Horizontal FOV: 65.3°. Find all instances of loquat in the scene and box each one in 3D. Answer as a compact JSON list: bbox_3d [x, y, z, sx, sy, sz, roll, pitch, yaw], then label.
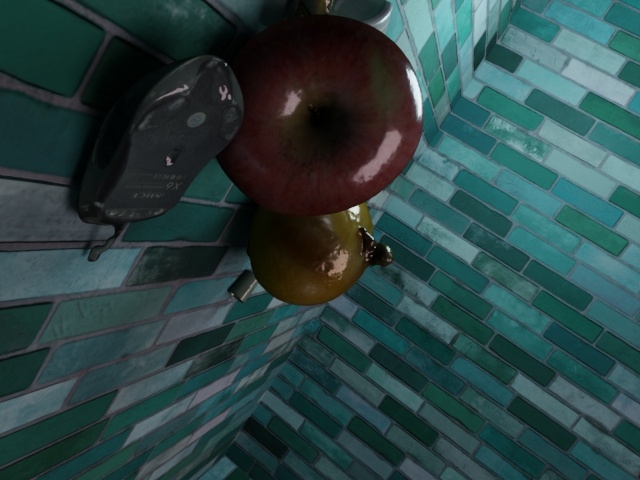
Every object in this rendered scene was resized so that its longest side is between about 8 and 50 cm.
[{"bbox_3d":[0.000,0.000,1.205,0.328,0.360,0.327,11,90,-78],"label":"loquat"}]

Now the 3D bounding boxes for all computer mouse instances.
[{"bbox_3d":[-0.248,-0.107,0.686,0.379,0.090,0.167,-46,158,25],"label":"computer mouse"}]

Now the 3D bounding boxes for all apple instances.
[{"bbox_3d":[-0.007,-0.201,0.826,0.344,0.345,0.269,-57,-168,9],"label":"apple"}]

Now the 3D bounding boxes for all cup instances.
[{"bbox_3d":[-0.209,0.131,1.396,0.083,0.055,0.075,-52,165,-19],"label":"cup"}]

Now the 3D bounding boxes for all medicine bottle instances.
[{"bbox_3d":[0.053,-0.350,1.042,0.161,0.111,0.296,-45,164,-34],"label":"medicine bottle"}]

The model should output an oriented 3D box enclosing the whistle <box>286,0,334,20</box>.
[{"bbox_3d":[0.030,-0.485,0.771,0.068,0.057,0.326,9,124,-29],"label":"whistle"}]
